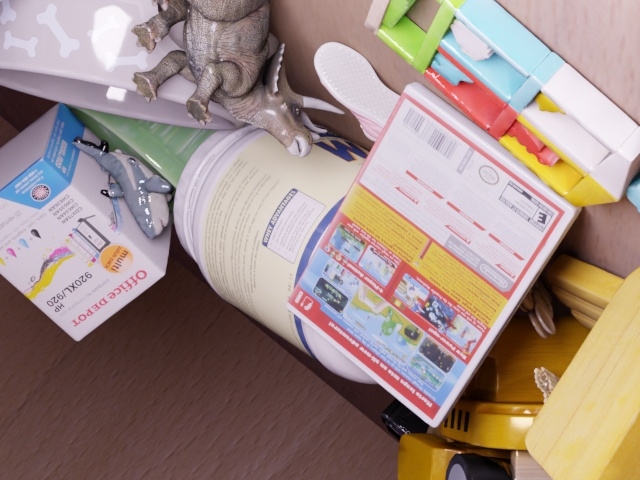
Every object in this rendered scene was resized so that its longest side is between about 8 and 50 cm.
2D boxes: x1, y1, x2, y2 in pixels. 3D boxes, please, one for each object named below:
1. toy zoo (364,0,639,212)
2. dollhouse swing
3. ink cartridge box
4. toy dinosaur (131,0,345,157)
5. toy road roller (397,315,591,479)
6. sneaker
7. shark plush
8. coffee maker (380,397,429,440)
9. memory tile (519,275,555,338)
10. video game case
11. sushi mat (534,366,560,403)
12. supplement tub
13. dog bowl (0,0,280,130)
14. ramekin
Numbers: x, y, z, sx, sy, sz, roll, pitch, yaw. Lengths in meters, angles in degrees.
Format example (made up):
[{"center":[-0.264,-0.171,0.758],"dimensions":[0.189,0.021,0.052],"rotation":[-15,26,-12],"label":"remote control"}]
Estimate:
[{"center":[0.164,-0.120,1.370],"dimensions":[0.293,0.030,0.192],"rotation":[42,170,2],"label":"toy zoo"},{"center":[0.312,0.221,1.598],"dimensions":[0.347,0.315,0.305],"rotation":[46,158,-26],"label":"dollhouse swing"},{"center":[-0.335,-0.024,2.210],"dimensions":[0.232,0.171,0.168],"rotation":[46,-159,-24],"label":"ink cartridge box"},{"center":[-0.099,-0.215,1.623],"dimensions":[0.121,0.160,0.313],"rotation":[12,127,41],"label":"toy dinosaur"},{"center":[0.222,0.203,1.869],"dimensions":[0.202,0.240,0.329],"rotation":[2,178,-13],"label":"toy road roller"},{"center":[0.042,-0.141,1.670],"dimensions":[0.134,0.051,0.070],"rotation":[38,165,-6],"label":"sneaker"},{"center":[-0.253,-0.077,2.133],"dimensions":[0.161,0.067,0.073],"rotation":[44,169,-10],"label":"shark plush"},{"center":[0.169,0.205,2.272],"dimensions":[0.120,0.178,0.171],"rotation":[33,166,37],"label":"coffee maker"},{"center":[0.196,0.023,1.697],"dimensions":[0.148,0.012,0.113],"rotation":[53,-159,-16],"label":"memory tile"},{"center":[0.103,0.017,1.617],"dimensions":[0.204,0.285,0.025],"rotation":[39,-149,16],"label":"video game case"},{"center":[0.318,0.240,1.681],"dimensions":[0.316,0.019,0.151],"rotation":[32,-144,-45],"label":"sushi mat"},{"center":[0.000,0.000,1.891],"dimensions":[0.325,0.235,0.235],"rotation":[30,165,47],"label":"supplement tub"},{"center":[-0.222,-0.200,1.804],"dimensions":[0.349,0.102,0.349],"rotation":[12,178,0],"label":"dog bowl"},{"center":[-0.190,-0.134,2.274],"dimensions":[0.303,0.148,0.303],"rotation":[40,169,9],"label":"ramekin"}]
